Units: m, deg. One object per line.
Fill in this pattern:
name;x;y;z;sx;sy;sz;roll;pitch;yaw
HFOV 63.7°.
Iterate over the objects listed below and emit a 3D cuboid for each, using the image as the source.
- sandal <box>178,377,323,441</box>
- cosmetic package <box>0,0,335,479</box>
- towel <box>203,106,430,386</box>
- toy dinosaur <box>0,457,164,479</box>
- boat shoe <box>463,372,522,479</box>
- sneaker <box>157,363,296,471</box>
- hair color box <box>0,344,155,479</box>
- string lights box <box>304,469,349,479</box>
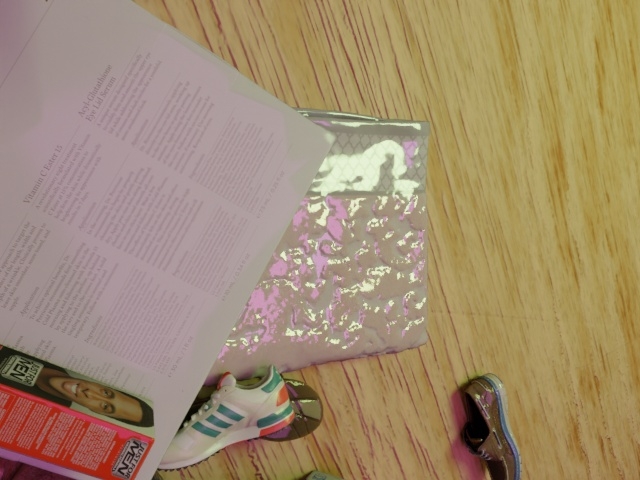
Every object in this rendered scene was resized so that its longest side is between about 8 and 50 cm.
sandal;-0.086;0.201;0.605;0.179;0.049;0.072;-6;92;-14
cosmetic package;-0.200;-0.005;0.457;0.284;0.097;0.378;31;85;-22
towel;0.000;0.000;0.629;0.331;0.053;0.318;-2;96;-28
toy dinosaur;-0.242;0.259;0.483;0.296;0.127;0.200;49;65;-12
boat shoe;0.256;0.302;0.797;0.066;0.066;0.184;-14;91;-23
sneaker;-0.110;0.182;0.547;0.161;0.057;0.076;-15;91;-16
hair color box;-0.198;0.127;0.384;0.141;0.072;0.043;30;86;-21
string lights box;-0.026;0.364;0.545;0.259;0.076;0.134;12;88;-71
